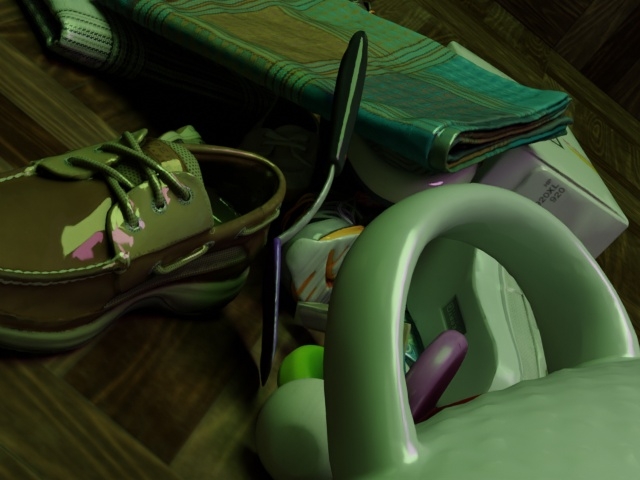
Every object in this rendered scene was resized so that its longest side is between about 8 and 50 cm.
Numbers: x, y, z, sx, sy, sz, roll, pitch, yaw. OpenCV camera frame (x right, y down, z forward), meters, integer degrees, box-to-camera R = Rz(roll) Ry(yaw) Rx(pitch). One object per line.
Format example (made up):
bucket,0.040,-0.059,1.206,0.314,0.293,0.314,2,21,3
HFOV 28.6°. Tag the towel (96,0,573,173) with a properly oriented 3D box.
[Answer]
towel,0.018,-0.168,1.119,0.370,0.040,0.271,29,26,24

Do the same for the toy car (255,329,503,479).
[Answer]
toy car,0.058,0.121,0.815,0.182,0.136,0.159,44,22,11

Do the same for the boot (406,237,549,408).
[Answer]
boot,0.145,0.077,1.018,0.123,0.095,0.258,35,32,-27

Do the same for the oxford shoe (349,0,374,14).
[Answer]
oxford shoe,0.037,-0.237,1.529,0.271,0.098,0.097,46,20,6

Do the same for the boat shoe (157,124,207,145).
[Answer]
boat shoe,-0.111,-0.055,0.992,0.049,0.056,0.152,34,21,-1

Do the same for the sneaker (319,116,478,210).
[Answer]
sneaker,0.063,-0.076,1.182,0.131,0.148,0.350,15,24,-6

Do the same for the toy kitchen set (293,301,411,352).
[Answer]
toy kitchen set,0.010,0.087,0.939,0.083,0.075,0.068,12,2,32

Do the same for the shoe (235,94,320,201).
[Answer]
shoe,-0.038,-0.090,1.147,0.076,0.058,0.219,11,20,0

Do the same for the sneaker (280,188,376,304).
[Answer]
sneaker,0.000,0.000,1.043,0.083,0.084,0.215,43,11,8

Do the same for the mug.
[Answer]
mug,0.107,0.153,0.584,0.328,0.276,0.374,-2,75,-47

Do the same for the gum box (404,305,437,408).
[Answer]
gum box,0.113,0.108,1.061,0.184,0.041,0.157,38,22,-8

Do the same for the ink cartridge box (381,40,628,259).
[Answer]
ink cartridge box,0.174,-0.057,1.309,0.168,0.171,0.233,29,24,-26

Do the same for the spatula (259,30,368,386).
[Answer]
spatula,-0.006,-0.034,0.912,0.030,0.084,0.296,19,62,0

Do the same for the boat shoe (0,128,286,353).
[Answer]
boat shoe,-0.130,-0.019,0.800,0.122,0.120,0.324,46,22,15

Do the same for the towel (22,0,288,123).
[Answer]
towel,-0.191,-0.252,1.248,0.312,0.056,0.324,15,32,-48
